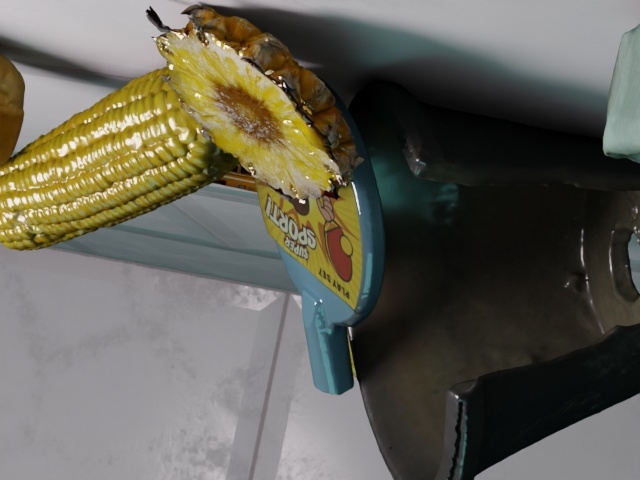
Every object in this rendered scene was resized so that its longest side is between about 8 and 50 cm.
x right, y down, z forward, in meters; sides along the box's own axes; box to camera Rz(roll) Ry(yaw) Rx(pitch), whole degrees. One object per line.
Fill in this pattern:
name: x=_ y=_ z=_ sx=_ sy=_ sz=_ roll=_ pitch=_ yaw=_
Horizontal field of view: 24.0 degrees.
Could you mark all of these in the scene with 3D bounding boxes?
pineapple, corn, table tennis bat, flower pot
pineapple: x=-0.052 y=-0.115 z=1.216 sx=0.221 sy=0.047 sz=0.221 roll=35 pitch=160 yaw=15
corn: x=-0.199 y=-0.077 z=1.439 sx=0.363 sy=0.120 sz=0.120 roll=-19 pitch=155 yaw=38
table tennis bat: x=0.000 y=0.000 z=1.376 sx=0.044 sy=0.329 sz=0.215 roll=-20 pitch=-145 yaw=-24
flower pot: x=0.170 y=0.037 z=1.347 sx=0.251 sy=0.379 sz=0.379 roll=-9 pitch=177 yaw=-13

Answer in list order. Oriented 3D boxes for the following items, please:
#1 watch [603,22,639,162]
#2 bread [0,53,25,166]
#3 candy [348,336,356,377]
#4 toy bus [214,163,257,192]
watch: x=0.304 y=-0.068 z=0.917 sx=0.253 sy=0.162 sz=0.241 roll=13 pitch=180 yaw=-8
bread: x=-0.393 y=-0.142 z=1.423 sx=0.236 sy=0.140 sz=0.106 roll=15 pitch=175 yaw=-40
candy: x=0.070 y=0.032 z=1.623 sx=0.118 sy=0.260 sz=0.260 roll=-14 pitch=162 yaw=25
toy bus: x=-0.091 y=-0.095 z=1.516 sx=0.194 sy=0.088 sz=0.083 roll=12 pitch=174 yaw=-4
